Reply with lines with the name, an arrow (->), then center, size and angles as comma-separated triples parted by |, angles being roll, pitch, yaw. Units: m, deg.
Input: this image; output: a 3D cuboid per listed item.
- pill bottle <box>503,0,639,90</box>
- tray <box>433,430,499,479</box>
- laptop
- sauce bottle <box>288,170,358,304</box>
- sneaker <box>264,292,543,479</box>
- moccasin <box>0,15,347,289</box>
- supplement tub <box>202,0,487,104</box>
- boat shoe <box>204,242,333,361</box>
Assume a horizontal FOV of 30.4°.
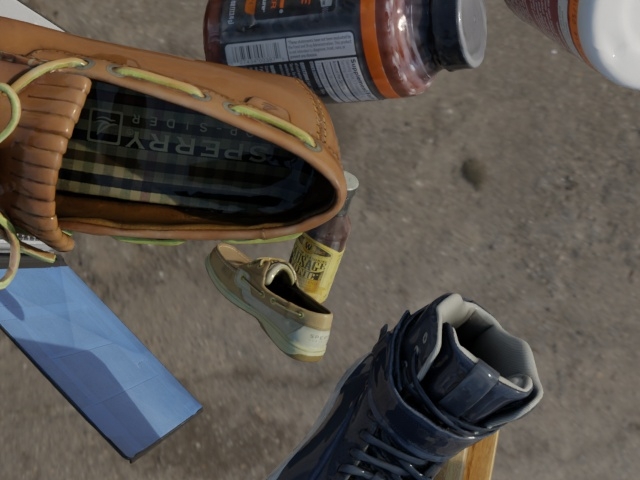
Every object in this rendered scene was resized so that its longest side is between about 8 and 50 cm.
pill bottle -> 0.367, -0.370, 1.589 | 0.224, 0.392, 0.224 | -8, 119, -15
tray -> 0.070, 0.280, 0.915 | 0.076, 0.203, 0.411 | 8, 83, 16
laptop -> -0.229, -0.019, 1.243 | 0.236, 0.382, 0.408 | 11, 90, 4
sauce bottle -> 0.000, 0.000, 0.950 | 0.042, 0.042, 0.128 | 5, 128, -15
sneaker -> 0.039, 0.129, 0.678 | 0.086, 0.163, 0.226 | 36, 55, -10
moccasin -> -0.171, -0.054, 0.742 | 0.379, 0.147, 0.139 | 10, 113, -16
supplement tub -> 0.020, -0.154, 0.874 | 0.197, 0.106, 0.106 | -2, 106, 24
boat shoe -> -0.036, 0.037, 0.895 | 0.050, 0.135, 0.045 | -1, 123, -50
